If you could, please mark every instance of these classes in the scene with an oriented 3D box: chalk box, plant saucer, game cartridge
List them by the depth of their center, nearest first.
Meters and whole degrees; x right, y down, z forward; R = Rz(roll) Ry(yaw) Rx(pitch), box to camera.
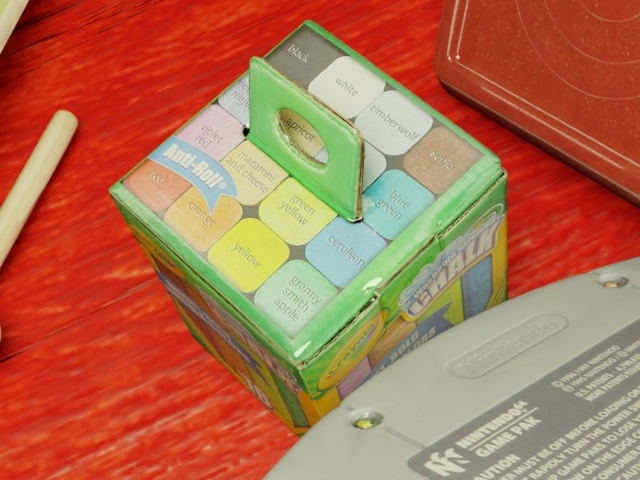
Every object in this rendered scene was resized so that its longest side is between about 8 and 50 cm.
[{"bbox_3d":[0.129,0.085,0.476,0.294,0.060,0.196,-22,34,-37],"label":"game cartridge"},{"bbox_3d":[0.150,-0.139,0.548,0.047,0.259,0.258,-13,36,-32],"label":"plant saucer"},{"bbox_3d":[0.000,0.000,0.549,0.132,0.213,0.132,-43,63,-13],"label":"chalk box"}]

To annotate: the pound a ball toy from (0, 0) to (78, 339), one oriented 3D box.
[{"bbox_3d":[-0.258,-0.090,0.698,0.135,0.208,0.319,-18,43,35],"label":"pound a ball toy"}]
